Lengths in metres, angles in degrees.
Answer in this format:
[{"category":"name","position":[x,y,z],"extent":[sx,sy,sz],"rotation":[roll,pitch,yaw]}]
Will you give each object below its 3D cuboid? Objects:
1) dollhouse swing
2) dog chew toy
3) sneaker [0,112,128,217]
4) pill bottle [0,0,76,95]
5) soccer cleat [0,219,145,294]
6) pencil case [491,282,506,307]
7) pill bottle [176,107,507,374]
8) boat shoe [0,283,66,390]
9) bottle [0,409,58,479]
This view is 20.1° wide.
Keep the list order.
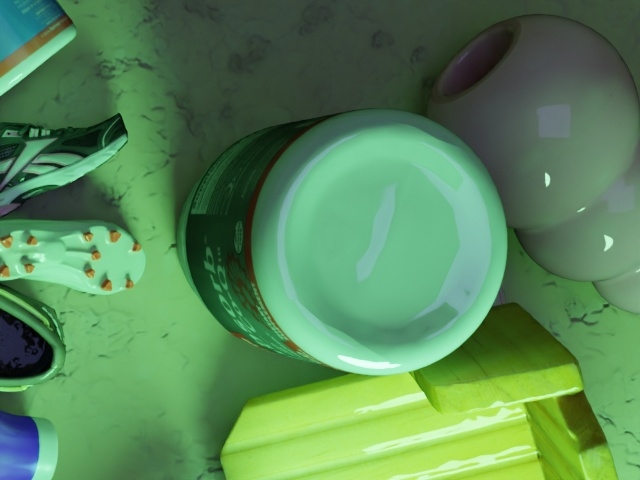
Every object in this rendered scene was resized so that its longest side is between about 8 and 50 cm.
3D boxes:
[{"category":"dollhouse swing","position":[0.095,0.274,1.566],"extent":[0.305,0.315,0.346],"rotation":[-17,101,-3]},{"category":"dog chew toy","position":[0.253,-0.058,1.714],"extent":[0.332,0.206,0.206],"rotation":[44,79,-20]},{"category":"sneaker","position":[-0.258,-0.078,1.621],"extent":[0.178,0.072,0.077],"rotation":[-28,97,-15]},{"category":"pill bottle","position":[-0.326,-0.232,1.571],"extent":[0.124,0.124,0.221],"rotation":[-41,101,-12]},{"category":"soccer cleat","position":[-0.241,0.009,1.616],"extent":[0.196,0.076,0.068],"rotation":[6,96,-48]},{"category":"pencil case","position":[0.163,0.154,1.721],"extent":[0.124,0.124,0.284],"rotation":[-26,97,-15]},{"category":"pill bottle","position":[0.000,0.000,1.546],"extent":[0.210,0.363,0.210],"rotation":[0,90,-17]},{"category":"boat shoe","position":[-0.377,0.052,1.573],"extent":[0.324,0.097,0.116],"rotation":[22,85,-16]},{"category":"bottle","position":[-0.366,0.174,1.552],"extent":[0.283,0.118,0.092],"rotation":[9,54,-34]}]
